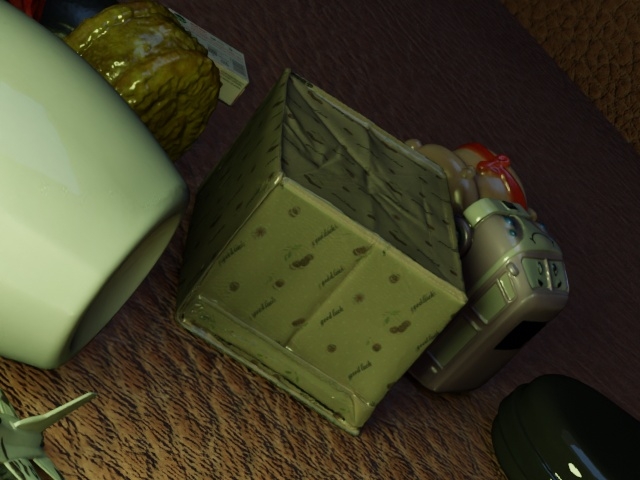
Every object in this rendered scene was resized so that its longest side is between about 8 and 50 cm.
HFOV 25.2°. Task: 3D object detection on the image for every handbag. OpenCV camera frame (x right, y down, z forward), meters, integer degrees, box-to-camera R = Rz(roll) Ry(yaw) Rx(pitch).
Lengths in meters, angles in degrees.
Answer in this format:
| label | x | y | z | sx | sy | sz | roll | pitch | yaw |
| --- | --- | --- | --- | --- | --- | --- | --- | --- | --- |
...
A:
| label | x | y | z | sx | sy | sz | roll | pitch | yaw |
| --- | --- | --- | --- | --- | --- | --- | --- | --- | --- |
| handbag | 0.324 | 0.270 | 1.570 | 0.308 | 0.093 | 0.254 | 35 | 20 | -14 |

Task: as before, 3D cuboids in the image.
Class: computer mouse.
| label | x | y | z | sx | sy | sz | roll | pitch | yaw |
| --- | --- | --- | --- | --- | --- | --- | --- | --- | --- |
| computer mouse | -0.261 | -0.231 | 1.611 | 0.264 | 0.088 | 0.147 | 41 | 22 | -7 |

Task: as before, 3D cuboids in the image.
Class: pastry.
| label | x | y | z | sx | sy | sz | roll | pitch | yaw |
| --- | --- | --- | --- | --- | --- | --- | --- | --- | --- |
| pastry | -0.189 | -0.134 | 1.385 | 0.103 | 0.189 | 0.188 | 45 | 21 | 21 |

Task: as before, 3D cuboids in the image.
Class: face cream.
| label | x | y | z | sx | sy | sz | roll | pitch | yaw |
| --- | --- | --- | --- | --- | --- | --- | --- | --- | --- |
| face cream | -0.280 | -0.077 | 1.024 | 0.357 | 0.219 | 0.312 | 37 | 7 | 1 |

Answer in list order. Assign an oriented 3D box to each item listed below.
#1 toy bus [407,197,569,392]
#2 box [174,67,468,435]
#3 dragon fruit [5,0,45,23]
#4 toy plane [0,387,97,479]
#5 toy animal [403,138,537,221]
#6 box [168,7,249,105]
| label | x | y | z | sx | sy | sz | roll | pitch | yaw |
| --- | --- | --- | --- | --- | --- | --- | --- | --- | --- |
| toy bus | 0.172 | 0.061 | 1.582 | 0.142 | 0.202 | 0.142 | 8 | 40 | -56 |
| box | 0.000 | 0.000 | 1.430 | 0.225 | 0.190 | 0.297 | 33 | 21 | -15 |
| dragon fruit | -0.344 | -0.278 | 1.308 | 0.240 | 0.330 | 0.302 | -3 | 45 | -32 |
| toy plane | -0.217 | 0.130 | 0.922 | 0.160 | 0.082 | 0.234 | 53 | 10 | 10 |
| toy animal | 0.191 | -0.058 | 1.950 | 0.197 | 0.171 | 0.171 | 0 | 43 | -49 |
| box | -0.156 | -0.238 | 1.859 | 0.125 | 0.043 | 0.089 | 31 | 22 | -23 |
